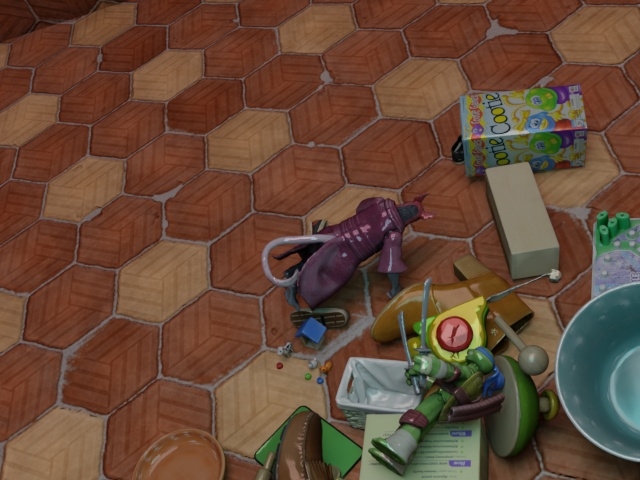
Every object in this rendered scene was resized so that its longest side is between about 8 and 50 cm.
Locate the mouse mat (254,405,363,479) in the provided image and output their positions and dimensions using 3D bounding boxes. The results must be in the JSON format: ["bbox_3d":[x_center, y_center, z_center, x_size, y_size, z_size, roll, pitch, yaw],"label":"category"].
[{"bbox_3d":[-0.024,0.422,1.738,0.190,0.007,0.152,30,65,38],"label":"mouse mat"}]

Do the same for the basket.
[{"bbox_3d":[0.130,0.306,1.718,0.167,0.103,0.113,3,50,23],"label":"basket"}]

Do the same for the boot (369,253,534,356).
[{"bbox_3d":[0.267,0.171,1.795,0.295,0.104,0.211,-35,53,-4],"label":"boot"}]

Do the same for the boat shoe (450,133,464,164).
[{"bbox_3d":[0.367,-0.247,2.186,0.049,0.042,0.133,16,55,35],"label":"boat shoe"}]

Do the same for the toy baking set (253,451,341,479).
[{"bbox_3d":[-0.057,0.504,1.650,0.197,0.030,0.256,9,55,29],"label":"toy baking set"}]

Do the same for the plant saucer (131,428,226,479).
[{"bbox_3d":[-0.281,0.474,1.768,0.200,0.037,0.200,-10,46,11],"label":"plant saucer"}]

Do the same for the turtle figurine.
[{"bbox_3d":[0.160,0.251,1.533,0.266,0.274,0.198,-51,17,-21],"label":"turtle figurine"}]

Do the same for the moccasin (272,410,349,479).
[{"bbox_3d":[-0.002,0.478,1.535,0.147,0.139,0.380,-16,48,16],"label":"moccasin"}]

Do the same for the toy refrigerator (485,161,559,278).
[{"bbox_3d":[0.440,-0.045,1.935,0.102,0.094,0.269,-10,46,3],"label":"toy refrigerator"}]

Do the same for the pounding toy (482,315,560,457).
[{"bbox_3d":[0.378,0.275,1.593,0.110,0.236,0.183,2,18,-9],"label":"pounding toy"}]

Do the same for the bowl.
[{"bbox_3d":[0.578,0.241,1.520,0.312,0.163,0.311,-12,62,24],"label":"bowl"}]

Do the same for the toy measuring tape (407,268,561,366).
[{"bbox_3d":[0.321,0.165,1.683,0.330,0.121,0.121,-23,44,7],"label":"toy measuring tape"}]

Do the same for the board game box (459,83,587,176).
[{"bbox_3d":[0.470,-0.254,2.053,0.275,0.144,0.142,-4,55,11],"label":"board game box"}]

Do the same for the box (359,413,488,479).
[{"bbox_3d":[0.185,0.440,1.562,0.214,0.117,0.243,-5,47,17],"label":"box"}]

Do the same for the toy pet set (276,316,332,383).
[{"bbox_3d":[-0.030,0.229,1.879,0.122,0.065,0.114,14,55,31],"label":"toy pet set"}]

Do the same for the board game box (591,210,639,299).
[{"bbox_3d":[0.734,0.087,1.723,0.390,0.050,0.389,-1,49,20],"label":"board game box"}]

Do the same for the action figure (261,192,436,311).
[{"bbox_3d":[0.070,-0.014,1.908,0.370,0.276,0.248,-32,52,10],"label":"action figure"}]

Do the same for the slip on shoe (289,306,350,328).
[{"bbox_3d":[0.000,0.167,1.943,0.135,0.051,0.041,-7,14,23],"label":"slip on shoe"}]

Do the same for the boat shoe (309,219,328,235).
[{"bbox_3d":[0.000,0.000,2.096,0.043,0.049,0.137,-12,41,8],"label":"boat shoe"}]
